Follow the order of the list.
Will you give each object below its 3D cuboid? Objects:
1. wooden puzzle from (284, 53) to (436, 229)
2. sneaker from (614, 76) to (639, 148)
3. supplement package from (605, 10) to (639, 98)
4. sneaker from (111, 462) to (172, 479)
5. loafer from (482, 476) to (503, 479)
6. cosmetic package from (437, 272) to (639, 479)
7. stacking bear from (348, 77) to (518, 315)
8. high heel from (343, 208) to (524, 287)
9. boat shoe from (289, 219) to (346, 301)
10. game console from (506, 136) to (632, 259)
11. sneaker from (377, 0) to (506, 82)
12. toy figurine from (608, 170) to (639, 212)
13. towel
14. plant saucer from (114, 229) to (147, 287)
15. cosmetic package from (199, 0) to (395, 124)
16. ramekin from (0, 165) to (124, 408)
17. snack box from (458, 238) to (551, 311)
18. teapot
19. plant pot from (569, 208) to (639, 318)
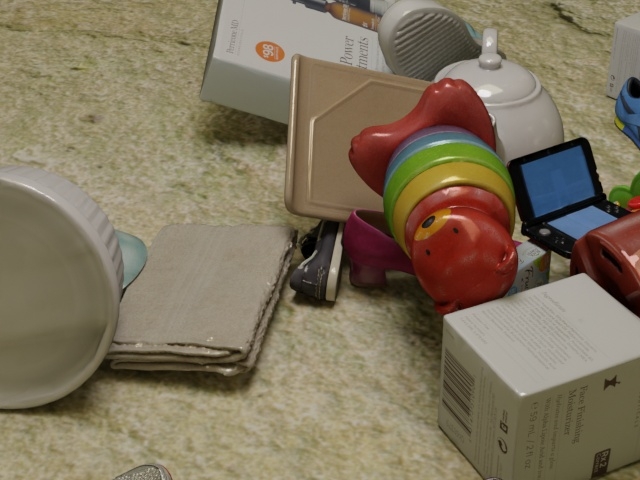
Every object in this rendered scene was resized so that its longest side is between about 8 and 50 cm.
[{"bbox_3d":[0.062,-0.120,1.599,0.239,0.044,0.220,11,69,-22],"label":"wooden puzzle"},{"bbox_3d":[0.516,-0.182,1.868,0.069,0.082,0.209,-9,35,-17],"label":"sneaker"},{"bbox_3d":[0.603,-0.273,1.959,0.139,0.133,0.244,-27,41,-35],"label":"supplement package"},{"bbox_3d":[-0.223,0.273,1.139,0.088,0.092,0.225,23,39,32],"label":"sneaker"},{"bbox_3d":[0.132,0.329,1.045,0.109,0.095,0.302,5,33,8],"label":"loafer"},{"bbox_3d":[0.239,0.152,1.274,0.184,0.151,0.151,-15,35,-20],"label":"cosmetic package"},{"bbox_3d":[0.148,-0.030,1.387,0.175,0.164,0.289,-33,29,16],"label":"stacking bear"},{"bbox_3d":[0.151,0.000,1.536,0.244,0.117,0.082,0,46,2],"label":"high heel"},{"bbox_3d":[0.000,0.000,1.590,0.065,0.075,0.206,5,37,3],"label":"boat shoe"},{"bbox_3d":[0.312,-0.053,1.476,0.144,0.085,0.124,-19,35,-31],"label":"game console"},{"bbox_3d":[0.156,-0.312,1.912,0.150,0.135,0.366,40,11,26],"label":"sneaker"},{"bbox_3d":[0.382,-0.005,1.580,0.159,0.130,0.173,-29,19,-24],"label":"toy figurine"},{"bbox_3d":[-0.141,0.066,1.491,0.187,0.049,0.282,2,34,13],"label":"towel"},{"bbox_3d":[-0.315,0.030,1.534,0.195,0.037,0.195,-13,29,7],"label":"plant saucer"},{"bbox_3d":[-0.027,-0.333,1.953,0.285,0.097,0.377,13,44,-10],"label":"cosmetic package"},{"bbox_3d":[-0.344,0.041,1.364,0.273,0.272,0.127,3,19,5],"label":"ramekin"},{"bbox_3d":[0.216,0.071,1.448,0.037,0.100,0.141,28,41,37],"label":"snack box"},{"bbox_3d":[0.240,-0.186,1.778,0.253,0.187,0.256,-21,37,-30],"label":"teapot"},{"bbox_3d":[0.440,0.049,1.358,0.265,0.272,0.272,-17,35,-12],"label":"plant pot"}]
